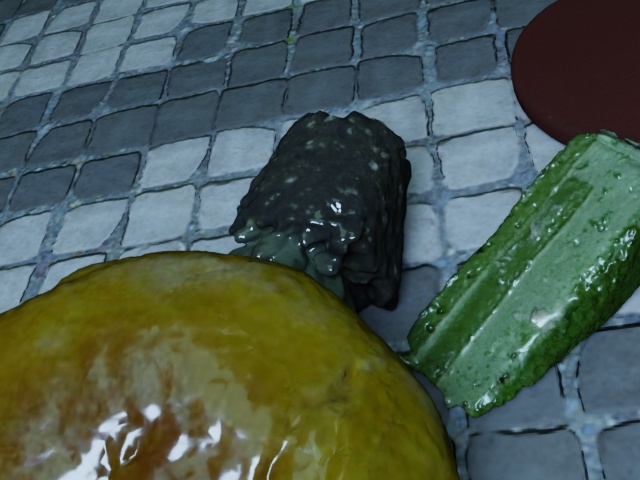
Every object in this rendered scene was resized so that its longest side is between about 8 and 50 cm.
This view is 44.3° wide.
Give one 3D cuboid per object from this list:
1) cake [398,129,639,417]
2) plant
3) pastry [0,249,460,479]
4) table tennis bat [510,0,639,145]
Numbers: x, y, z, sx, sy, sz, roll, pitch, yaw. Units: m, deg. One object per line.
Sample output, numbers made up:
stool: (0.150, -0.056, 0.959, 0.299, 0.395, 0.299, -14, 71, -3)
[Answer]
cake: (0.176, 0.038, 0.606, 0.235, 0.099, 0.100, -49, 48, 1)
plant: (0.000, 0.000, 0.637, 0.129, 0.132, 0.194, 6, 62, 31)
pastry: (-0.088, 0.164, 0.453, 0.356, 0.164, 0.356, -8, 62, 14)
table tennis bat: (0.340, -0.142, 0.709, 0.268, 0.051, 0.415, -26, 42, -3)
